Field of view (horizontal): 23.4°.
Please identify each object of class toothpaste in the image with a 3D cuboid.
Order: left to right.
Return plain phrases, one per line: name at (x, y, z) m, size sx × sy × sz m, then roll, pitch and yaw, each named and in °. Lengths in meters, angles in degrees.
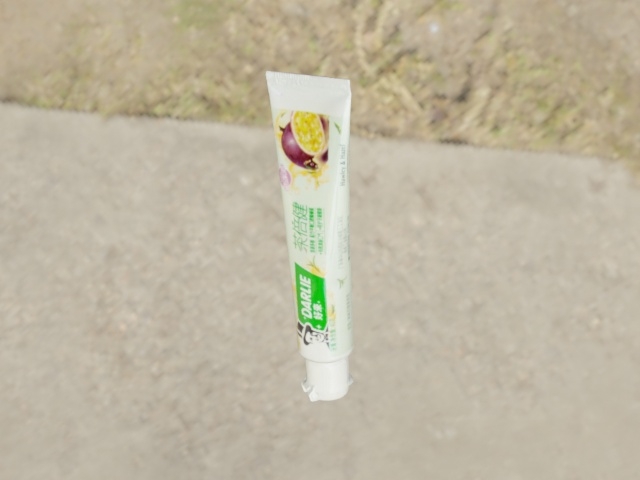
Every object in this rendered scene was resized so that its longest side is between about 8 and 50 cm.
toothpaste at (0.000, 0.000, 1.361) m, size 0.058 × 0.314 × 0.056 m, roll -12°, pitch 29°, yaw -14°
